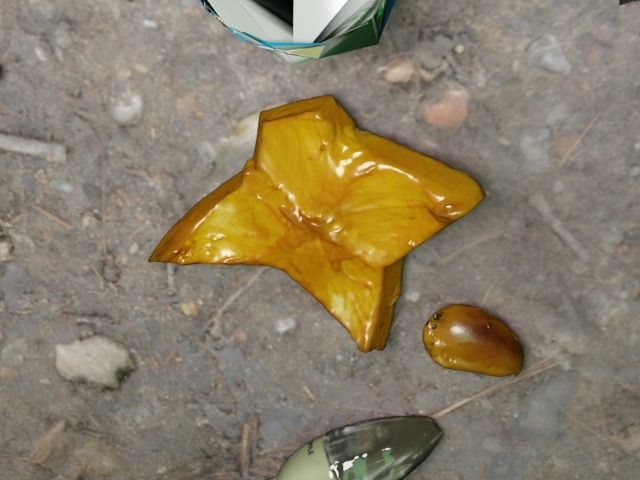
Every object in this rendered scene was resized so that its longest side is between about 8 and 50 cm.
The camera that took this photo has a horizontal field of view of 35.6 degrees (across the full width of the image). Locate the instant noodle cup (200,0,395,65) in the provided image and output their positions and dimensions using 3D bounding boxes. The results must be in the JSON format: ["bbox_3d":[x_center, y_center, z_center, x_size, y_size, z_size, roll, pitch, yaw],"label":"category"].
[{"bbox_3d":[-0.019,-0.281,0.908,0.240,0.178,0.240,3,117,6],"label":"instant noodle cup"}]

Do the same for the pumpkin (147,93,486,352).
[{"bbox_3d":[-0.007,-0.024,1.078,0.290,0.095,0.258,26,120,-2],"label":"pumpkin"}]

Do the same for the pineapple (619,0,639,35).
[{"bbox_3d":[0.344,-0.216,0.928,0.128,0.128,0.248,-37,102,21],"label":"pineapple"}]

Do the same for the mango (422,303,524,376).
[{"bbox_3d":[0.177,0.116,1.140,0.127,0.063,0.077,22,112,-9],"label":"mango"}]

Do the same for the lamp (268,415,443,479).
[{"bbox_3d":[0.033,0.278,1.221,0.250,0.101,0.101,-27,110,6],"label":"lamp"}]
